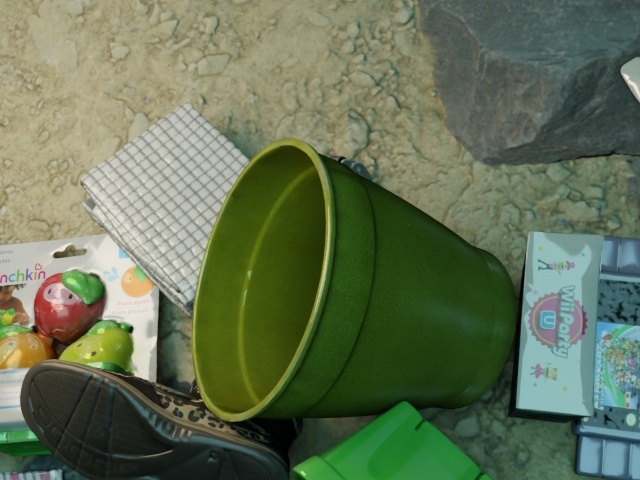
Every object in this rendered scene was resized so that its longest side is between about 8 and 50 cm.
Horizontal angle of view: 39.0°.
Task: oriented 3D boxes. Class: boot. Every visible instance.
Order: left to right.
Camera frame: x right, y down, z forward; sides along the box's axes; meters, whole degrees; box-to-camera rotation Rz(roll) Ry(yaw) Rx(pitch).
[{"bbox_3d":[-0.201,0.247,1.280,0.377,0.284,0.138,18,99,6],"label":"boot"}]

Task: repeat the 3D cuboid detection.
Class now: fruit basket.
[{"bbox_3d":[-0.415,0.154,1.420,0.327,0.165,0.353,-5,72,7],"label":"fruit basket"},{"bbox_3d":[0.054,0.433,1.168,0.283,0.392,0.392,41,87,16],"label":"fruit basket"}]

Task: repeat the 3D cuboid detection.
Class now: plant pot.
[{"bbox_3d":[0.062,0.085,1.230,0.353,0.366,0.366,15,77,-29],"label":"plant pot"}]

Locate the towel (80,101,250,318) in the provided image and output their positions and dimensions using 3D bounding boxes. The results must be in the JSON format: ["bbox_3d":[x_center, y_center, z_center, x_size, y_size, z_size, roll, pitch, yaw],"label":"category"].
[{"bbox_3d":[-0.209,-0.045,1.420,0.235,0.121,0.283,-41,71,-17],"label":"towel"}]

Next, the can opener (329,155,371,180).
[{"bbox_3d":[0.000,0.000,1.442,0.095,0.076,0.283,13,79,45],"label":"can opener"}]

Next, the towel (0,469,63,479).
[{"bbox_3d":[-0.505,0.443,1.439,0.197,0.029,0.144,-6,77,9],"label":"towel"}]

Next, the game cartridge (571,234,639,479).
[{"bbox_3d":[0.492,0.175,1.311,0.230,0.068,0.355,6,79,7],"label":"game cartridge"}]

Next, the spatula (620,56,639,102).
[{"bbox_3d":[0.602,-0.218,1.403,0.168,0.019,0.242,-31,75,-4],"label":"spatula"}]

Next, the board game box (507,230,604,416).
[{"bbox_3d":[0.314,0.129,1.223,0.097,0.303,0.224,5,78,10],"label":"board game box"}]
